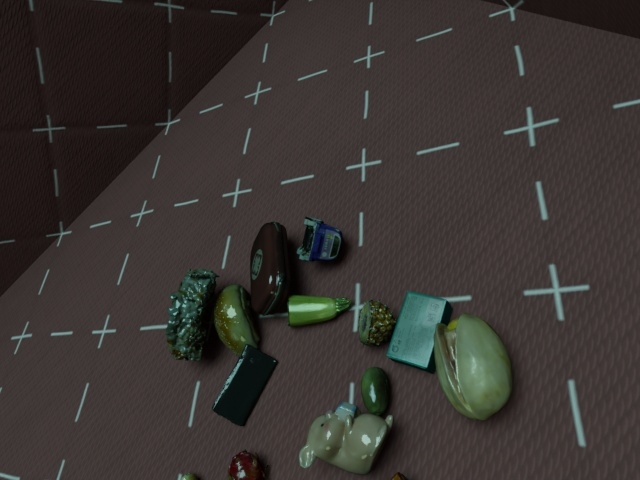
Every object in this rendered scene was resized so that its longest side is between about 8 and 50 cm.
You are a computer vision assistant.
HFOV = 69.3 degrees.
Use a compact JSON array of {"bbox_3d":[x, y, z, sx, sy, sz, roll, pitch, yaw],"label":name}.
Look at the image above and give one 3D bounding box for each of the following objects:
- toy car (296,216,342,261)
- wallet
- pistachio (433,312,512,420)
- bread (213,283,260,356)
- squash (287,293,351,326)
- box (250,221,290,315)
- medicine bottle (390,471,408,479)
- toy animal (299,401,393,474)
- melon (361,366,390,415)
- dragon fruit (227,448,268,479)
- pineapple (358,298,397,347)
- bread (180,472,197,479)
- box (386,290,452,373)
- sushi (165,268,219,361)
[{"bbox_3d":[0.000,0.000,1.919,0.235,0.157,0.172,-135,58,-76],"label":"toy car"},{"bbox_3d":[-0.293,0.562,1.798,0.146,0.030,0.285,30,75,-6],"label":"wallet"},{"bbox_3d":[0.451,0.379,1.396,0.229,0.230,0.309,-20,62,19],"label":"pistachio"},{"bbox_3d":[-0.358,0.317,1.916,0.171,0.192,0.314,-18,58,-3],"label":"bread"},{"bbox_3d":[-0.021,0.273,1.802,0.287,0.137,0.137,-4,61,25],"label":"squash"},{"bbox_3d":[-0.217,0.112,1.941,0.263,0.108,0.404,-57,30,39],"label":"box"},{"bbox_3d":[0.161,0.819,1.351,0.289,0.157,0.157,-46,50,-1],"label":"medicine bottle"},{"bbox_3d":[0.083,0.627,1.474,0.256,0.195,0.213,14,103,24],"label":"toy animal"},{"bbox_3d":[0.185,0.506,1.557,0.099,0.099,0.162,-16,52,22],"label":"melon"},{"bbox_3d":[-0.258,0.818,1.613,0.136,0.133,0.166,-38,61,17],"label":"dragon fruit"},{"bbox_3d":[0.219,0.297,1.640,0.136,0.176,0.161,7,30,-8],"label":"pineapple"},{"bbox_3d":[-0.487,0.948,1.698,0.119,0.084,0.177,-43,51,4],"label":"bread"},{"bbox_3d":[0.340,0.311,1.587,0.153,0.092,0.245,11,70,33],"label":"box"},{"bbox_3d":[-0.549,0.303,1.949,0.175,0.417,0.418,12,62,-11],"label":"sushi"}]
